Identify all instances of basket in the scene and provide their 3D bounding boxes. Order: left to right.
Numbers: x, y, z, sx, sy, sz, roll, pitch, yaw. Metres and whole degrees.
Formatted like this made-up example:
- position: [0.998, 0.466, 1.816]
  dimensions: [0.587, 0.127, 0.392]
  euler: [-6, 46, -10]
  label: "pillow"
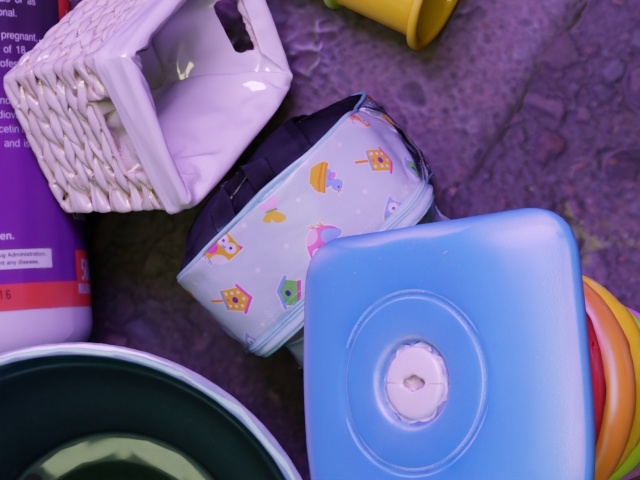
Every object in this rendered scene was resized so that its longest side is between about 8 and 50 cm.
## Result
- position: [-0.106, -0.101, 0.980]
  dimensions: [0.103, 0.167, 0.113]
  euler: [-5, 121, 28]
  label: "basket"

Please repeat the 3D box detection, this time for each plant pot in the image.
- position: [-0.132, 0.202, 0.936]
  dimensions: [0.271, 0.255, 0.272]
  euler: [0, 84, -1]
  label: "plant pot"

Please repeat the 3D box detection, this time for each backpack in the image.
- position: [0.000, 0.000, 0.961]
  dimensions: [0.166, 0.188, 0.144]
  euler: [-41, 86, 7]
  label: "backpack"

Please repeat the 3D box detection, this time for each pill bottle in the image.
- position: [-0.247, -0.077, 1.017]
  dimensions: [0.181, 0.181, 0.323]
  euler: [-4, 88, 12]
  label: "pill bottle"

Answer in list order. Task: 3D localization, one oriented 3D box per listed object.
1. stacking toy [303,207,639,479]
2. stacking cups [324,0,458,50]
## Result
- position: [0.140, 0.083, 0.889]
  dimensions: [0.175, 0.302, 0.166]
  euler: [-9, 80, 39]
  label: "stacking toy"
- position: [-0.056, -0.226, 1.036]
  dimensions: [0.316, 0.096, 0.096]
  euler: [25, 94, 16]
  label: "stacking cups"
